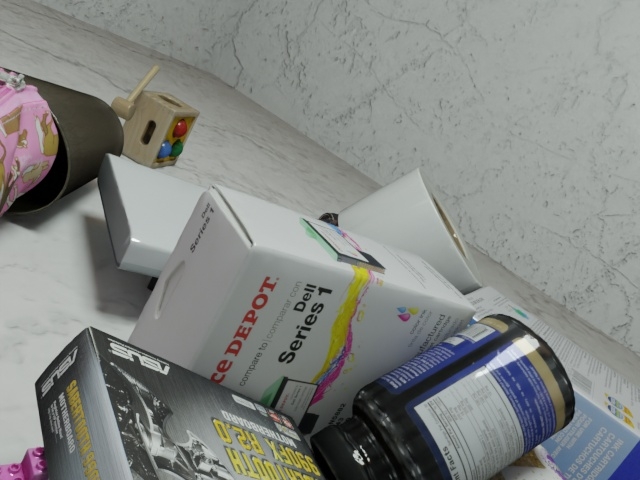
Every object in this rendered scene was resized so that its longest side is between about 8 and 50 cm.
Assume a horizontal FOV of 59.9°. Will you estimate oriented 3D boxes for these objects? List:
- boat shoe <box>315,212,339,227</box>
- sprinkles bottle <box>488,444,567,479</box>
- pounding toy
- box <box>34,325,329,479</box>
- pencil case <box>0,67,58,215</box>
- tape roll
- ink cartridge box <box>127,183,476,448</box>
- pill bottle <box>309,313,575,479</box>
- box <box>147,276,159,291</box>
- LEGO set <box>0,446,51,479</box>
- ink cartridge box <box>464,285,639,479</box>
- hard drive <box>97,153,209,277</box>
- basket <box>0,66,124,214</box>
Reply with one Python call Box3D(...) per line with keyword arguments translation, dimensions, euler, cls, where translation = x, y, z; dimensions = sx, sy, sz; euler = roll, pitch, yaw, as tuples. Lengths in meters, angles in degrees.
Box3D(translation=(0.000, 0.000, 1.062), dimensions=(0.092, 0.103, 0.285), euler=(32, 21, -12), cls="boat shoe")
Box3D(translation=(0.190, 0.260, 0.546), dimensions=(0.121, 0.121, 0.355), euler=(26, 16, -15), cls="sprinkles bottle")
Box3D(translation=(-0.314, -0.234, 1.069), dimensions=(0.094, 0.181, 0.206), euler=(31, 15, 2), cls="pounding toy")
Box3D(translation=(-0.060, 0.170, 0.363), dimensions=(0.231, 0.056, 0.183), euler=(42, 3, -44), cls="box")
Box3D(translation=(-0.328, -0.039, 0.438), dimensions=(0.160, 0.167, 0.386), euler=(-3, 26, -11), cls="pencil case")
Box3D(translation=(0.164, 0.012, 1.015), dimensions=(0.246, 0.169, 0.246), euler=(52, 20, -28), cls="tape roll")
Box3D(translation=(-0.016, 0.091, 0.546), dimensions=(0.278, 0.201, 0.117), euler=(18, 19, -36), cls="ink cartridge box")
Box3D(translation=(0.107, 0.166, 0.506), dimensions=(0.219, 0.123, 0.123), euler=(-26, 40, -15), cls="pill bottle")
Box3D(translation=(-0.083, 0.062, 0.788), dimensions=(0.216, 0.060, 0.270), euler=(32, 16, 4), cls="box")
Box3D(translation=(-0.248, 0.108, 0.276), dimensions=(0.227, 0.093, 0.087), euler=(14, 22, -45), cls="LEGO set")
Box3D(translation=(0.350, 0.246, 0.824), dimensions=(0.395, 0.151, 0.270), euler=(35, 17, 24), cls="ink cartridge box")
Box3D(translation=(-0.103, 0.003, 0.737), dimensions=(0.353, 0.047, 0.233), euler=(19, 19, -35), cls="hard drive")
Box3D(translation=(-0.368, -0.137, 0.741), dimensions=(0.204, 0.154, 0.227), euler=(40, 11, -3), cls="basket")
